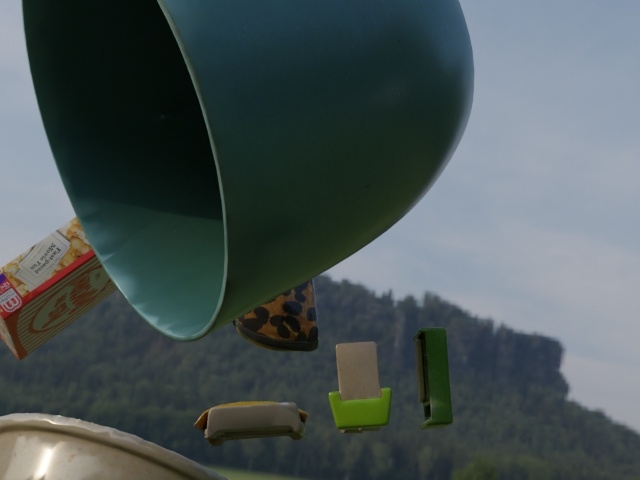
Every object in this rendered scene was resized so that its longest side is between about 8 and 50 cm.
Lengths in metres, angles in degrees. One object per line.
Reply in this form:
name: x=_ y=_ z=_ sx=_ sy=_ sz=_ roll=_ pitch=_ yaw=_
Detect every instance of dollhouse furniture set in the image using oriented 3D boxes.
dollhouse furniture set: x=0.001 y=0.087 z=0.644 sx=0.152 sy=0.058 sz=0.076 roll=-4 pitch=-15 yaw=-2

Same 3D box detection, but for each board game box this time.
board game box: x=-0.233 y=0.025 z=1.045 sx=0.045 sy=0.193 sz=0.146 roll=49 pitch=-20 yaw=10

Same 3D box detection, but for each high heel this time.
high heel: x=0.000 y=0.000 z=1.006 sx=0.186 sy=0.261 sz=0.093 roll=37 pitch=-36 yaw=29

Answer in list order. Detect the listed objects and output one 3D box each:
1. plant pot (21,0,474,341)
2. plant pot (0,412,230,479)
plant pot: x=-0.039 y=-0.108 z=0.747 sx=0.235 sy=0.292 sz=0.293 roll=-22 pitch=1 yaw=-29
plant pot: x=-0.211 y=0.367 z=0.932 sx=0.334 sy=0.305 sz=0.333 roll=15 pitch=-34 yaw=10
